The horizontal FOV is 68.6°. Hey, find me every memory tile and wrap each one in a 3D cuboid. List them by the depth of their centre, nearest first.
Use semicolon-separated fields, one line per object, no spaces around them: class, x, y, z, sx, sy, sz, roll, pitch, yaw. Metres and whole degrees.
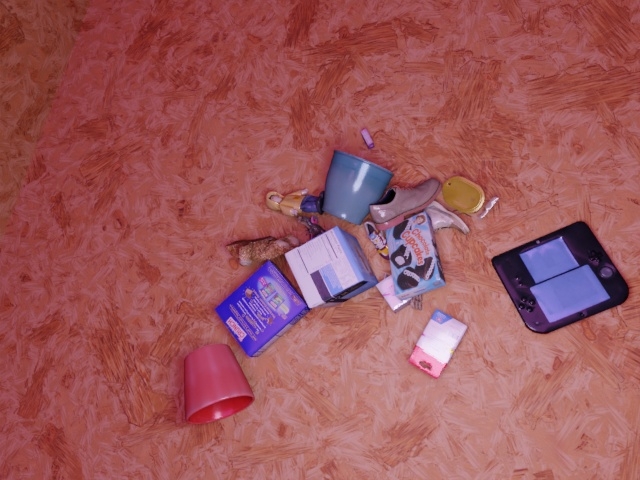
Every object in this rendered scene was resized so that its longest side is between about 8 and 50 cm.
memory tile;0.384;0.199;1.854;0.012;0.113;0.148;-4;73;31

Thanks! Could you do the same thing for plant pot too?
plant pot;-0.428;0.567;1.888;0.275;0.275;0.243;-27;61;6
plant pot;0.135;-0.209;1.971;0.272;0.272;0.255;24;95;20

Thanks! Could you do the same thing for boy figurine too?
boy figurine;-0.110;-0.174;2.087;0.285;0.092;0.177;6;44;24

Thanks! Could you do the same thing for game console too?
game console;0.896;0.141;1.767;0.387;0.060;0.342;-24;70;6

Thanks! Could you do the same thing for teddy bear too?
teddy bear;-0.241;0.046;2.003;0.338;0.245;0.113;-10;100;11

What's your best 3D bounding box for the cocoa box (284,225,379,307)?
cocoa box;0.057;0.113;1.815;0.228;0.347;0.231;-29;76;11

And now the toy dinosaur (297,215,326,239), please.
toy dinosaur;0.000;0.000;2.011;0.268;0.064;0.118;32;96;-4

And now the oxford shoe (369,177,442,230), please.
oxford shoe;0.353;-0.178;1.920;0.348;0.123;0.130;-35;112;-18

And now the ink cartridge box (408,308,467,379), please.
ink cartridge box;0.447;0.398;1.795;0.134;0.078;0.231;29;83;21

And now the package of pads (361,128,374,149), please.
package of pads;0.213;-0.458;2.124;0.032;0.050;0.083;-26;69;6

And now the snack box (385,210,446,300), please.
snack box;0.362;0.057;1.823;0.187;0.060;0.322;-25;48;27

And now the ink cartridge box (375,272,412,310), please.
ink cartridge box;0.293;0.205;1.886;0.090;0.092;0.143;-35;68;3

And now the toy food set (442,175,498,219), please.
toy food set;0.610;-0.178;1.936;0.218;0.071;0.128;35;109;21

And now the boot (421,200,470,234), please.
boot;0.482;-0.050;1.920;0.165;0.077;0.213;-47;62;-3

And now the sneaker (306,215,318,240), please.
sneaker;-0.040;-0.049;2.078;0.057;0.047;0.119;-9;76;43

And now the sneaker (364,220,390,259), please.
sneaker;0.238;0.001;1.955;0.069;0.084;0.185;-42;62;25

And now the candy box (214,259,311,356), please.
candy box;-0.242;0.290;1.983;0.317;0.122;0.268;-41;70;-1
